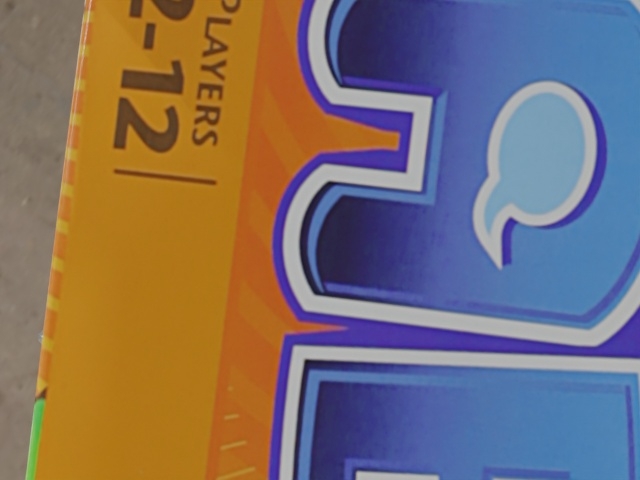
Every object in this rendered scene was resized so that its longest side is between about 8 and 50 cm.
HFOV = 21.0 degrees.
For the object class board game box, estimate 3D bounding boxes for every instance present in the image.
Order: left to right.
[{"bbox_3d":[0.135,-0.006,0.588,0.356,0.356,0.356,7,90,9],"label":"board game box"}]

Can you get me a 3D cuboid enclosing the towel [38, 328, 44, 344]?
[{"bbox_3d":[0.000,0.000,1.203,0.312,0.324,0.056,-16,101,19],"label":"towel"}]
